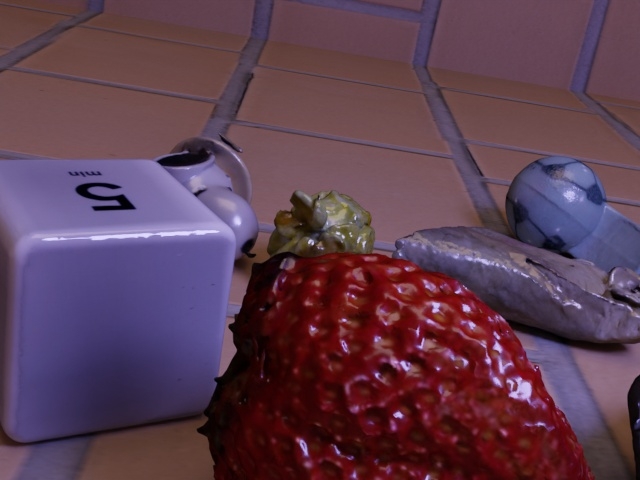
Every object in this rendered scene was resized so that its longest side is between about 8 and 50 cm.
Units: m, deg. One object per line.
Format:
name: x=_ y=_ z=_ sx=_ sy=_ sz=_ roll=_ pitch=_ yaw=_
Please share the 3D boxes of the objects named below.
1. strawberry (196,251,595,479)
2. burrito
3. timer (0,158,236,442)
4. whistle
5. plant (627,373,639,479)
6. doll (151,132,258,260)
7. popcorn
strawberry: x=0.056 y=0.141 z=0.659 sx=0.288 sy=0.239 sz=0.250 roll=30 pitch=7 yaw=21
burrito: x=0.258 y=0.052 z=1.168 sx=0.347 sy=0.107 sz=0.175 roll=13 pitch=6 yaw=3
timer: x=-0.210 y=0.044 z=0.846 sx=0.194 sy=0.192 sz=0.195 roll=-3 pitch=24 yaw=-31
whistle: x=0.370 y=-0.039 z=1.377 sx=0.163 sy=0.164 sz=0.290 roll=2 pitch=22 yaw=-19
plant: x=0.358 y=0.169 z=0.805 sx=0.164 sy=0.142 sz=0.256 roll=-3 pitch=19 yaw=23
doll: x=-0.205 y=-0.054 z=1.171 sx=0.271 sy=0.144 sz=0.208 roll=2 pitch=31 yaw=-31
popcorn: x=0.000 y=0.000 z=1.142 sx=0.141 sy=0.162 sz=0.136 roll=-19 pitch=37 yaw=39
